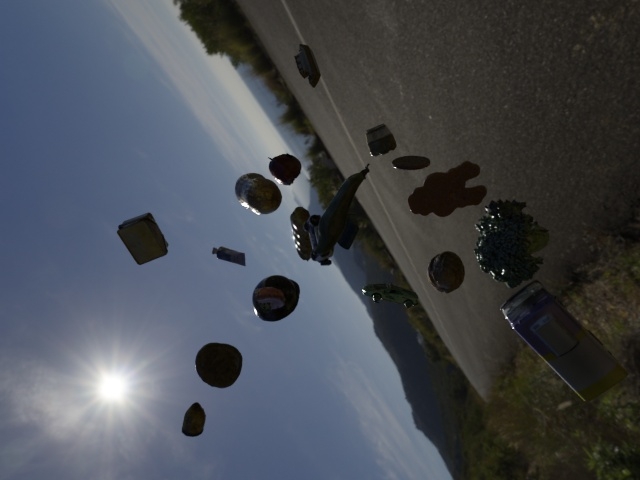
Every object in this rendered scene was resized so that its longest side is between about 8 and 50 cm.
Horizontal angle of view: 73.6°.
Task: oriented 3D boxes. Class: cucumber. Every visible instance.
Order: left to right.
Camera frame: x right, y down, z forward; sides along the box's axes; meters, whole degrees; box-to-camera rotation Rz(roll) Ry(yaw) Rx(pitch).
[{"bbox_3d":[0.108,-0.043,1.734,0.062,0.115,0.116,20,-151,-14],"label":"cucumber"}]

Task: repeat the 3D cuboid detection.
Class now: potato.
[{"bbox_3d":[-0.482,0.692,1.660,0.066,0.103,0.096,14,-165,31],"label":"potato"}]

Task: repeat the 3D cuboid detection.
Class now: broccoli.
[{"bbox_3d":[0.733,0.007,1.690,0.324,0.272,0.334,13,114,46],"label":"broccoli"}]

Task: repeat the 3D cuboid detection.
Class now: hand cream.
[{"bbox_3d":[-0.373,0.061,1.741,0.142,0.053,0.084,17,139,10],"label":"hand cream"}]

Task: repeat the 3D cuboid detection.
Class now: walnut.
[{"bbox_3d":[0.530,0.127,1.806,0.155,0.155,0.184,54,-135,-39],"label":"walnut"}]

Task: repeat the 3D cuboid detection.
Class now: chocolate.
[{"bbox_3d":[-0.224,-0.165,1.510,0.134,0.134,0.309,54,171,-28],"label":"chocolate"}]

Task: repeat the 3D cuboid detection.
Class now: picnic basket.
[{"bbox_3d":[-0.623,-0.007,1.510,0.079,0.115,0.164,-107,-3,-63],"label":"picnic basket"}]

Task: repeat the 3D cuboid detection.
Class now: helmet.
[{"bbox_3d":[-0.232,0.264,2.168,0.231,0.278,0.160,13,143,27],"label":"helmet"}]

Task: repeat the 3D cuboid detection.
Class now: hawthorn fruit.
[{"bbox_3d":[-0.177,-0.350,2.041,0.172,0.148,0.148,36,-178,3],"label":"hawthorn fruit"}]

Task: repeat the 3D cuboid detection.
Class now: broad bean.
[{"bbox_3d":[0.063,-0.097,1.299,0.075,0.325,0.067,24,-172,-36],"label":"broad bean"}]

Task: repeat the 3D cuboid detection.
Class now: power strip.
[{"bbox_3d":[0.149,-0.260,1.092,0.305,0.064,0.044,-76,-36,-70],"label":"power strip"}]

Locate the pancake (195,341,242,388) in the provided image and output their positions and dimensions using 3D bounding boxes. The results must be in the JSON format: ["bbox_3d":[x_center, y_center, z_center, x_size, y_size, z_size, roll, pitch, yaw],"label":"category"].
[{"bbox_3d":[-0.496,0.607,2.119,0.242,0.242,0.050,57,145,16],"label":"pancake"}]

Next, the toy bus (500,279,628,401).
[{"bbox_3d":[0.957,0.394,1.711,0.440,0.209,0.249,46,-163,1],"label":"toy bus"}]

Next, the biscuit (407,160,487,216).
[{"bbox_3d":[0.544,-0.209,1.866,0.202,0.334,0.047,66,-162,-8],"label":"biscuit"}]

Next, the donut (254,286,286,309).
[{"bbox_3d":[-0.215,0.255,1.931,0.166,0.117,0.065,45,-148,-54],"label":"donut"}]

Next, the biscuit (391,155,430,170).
[{"bbox_3d":[0.441,-0.378,2.097,0.188,0.188,0.027,-119,19,-60],"label":"biscuit"}]

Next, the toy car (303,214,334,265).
[{"bbox_3d":[0.000,0.000,1.390,0.080,0.070,0.170,136,121,-64],"label":"toy car"}]

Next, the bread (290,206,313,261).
[{"bbox_3d":[-0.072,-0.032,1.803,0.087,0.098,0.269,17,142,21],"label":"bread"}]

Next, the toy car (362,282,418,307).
[{"bbox_3d":[0.230,0.171,1.398,0.186,0.058,0.093,11,-165,-1],"label":"toy car"}]

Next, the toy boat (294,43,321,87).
[{"bbox_3d":[-0.054,-0.692,1.700,0.057,0.077,0.200,27,-138,-61],"label":"toy boat"}]
